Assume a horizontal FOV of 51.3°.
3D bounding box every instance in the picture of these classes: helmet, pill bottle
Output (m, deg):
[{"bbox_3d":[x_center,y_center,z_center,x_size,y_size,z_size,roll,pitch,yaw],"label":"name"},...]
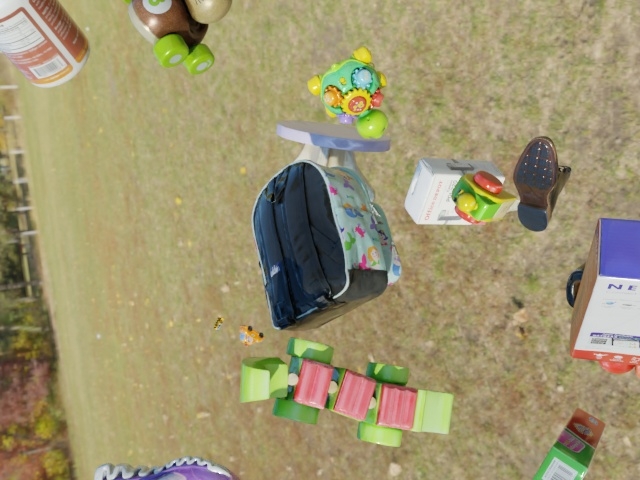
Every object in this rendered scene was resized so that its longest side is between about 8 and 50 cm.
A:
[{"bbox_3d":[0.680,0.114,1.560,0.169,0.161,0.170,168,90,-73],"label":"helmet"},{"bbox_3d":[-0.466,-0.353,1.035,0.121,0.121,0.216,63,-179,36],"label":"pill bottle"}]

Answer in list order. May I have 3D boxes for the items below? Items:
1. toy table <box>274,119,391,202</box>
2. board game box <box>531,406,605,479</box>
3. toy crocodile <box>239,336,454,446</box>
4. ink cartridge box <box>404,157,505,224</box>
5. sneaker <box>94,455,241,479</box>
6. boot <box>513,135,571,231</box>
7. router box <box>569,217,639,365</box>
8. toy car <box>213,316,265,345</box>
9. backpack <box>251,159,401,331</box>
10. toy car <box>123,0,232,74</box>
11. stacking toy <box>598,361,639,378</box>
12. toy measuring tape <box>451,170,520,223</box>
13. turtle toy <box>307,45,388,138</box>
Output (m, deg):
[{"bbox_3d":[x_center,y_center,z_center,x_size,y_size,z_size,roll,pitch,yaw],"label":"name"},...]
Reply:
[{"bbox_3d":[0.020,-0.186,1.593,0.274,0.252,0.161,16,111,22],"label":"toy table"},{"bbox_3d":[0.428,0.458,1.242,0.064,0.316,0.242,31,103,25],"label":"board game box"},{"bbox_3d":[0.044,0.216,0.932,0.105,0.340,0.115,-15,59,67],"label":"toy crocodile"},{"bbox_3d":[0.350,-0.128,1.753,0.092,0.217,0.159,-113,31,-50],"label":"ink cartridge box"},{"bbox_3d":[-0.224,0.373,0.942,0.105,0.236,0.095,-83,-25,-46],"label":"sneaker"},{"bbox_3d":[0.413,-0.127,1.235,0.082,0.106,0.219,21,145,27],"label":"boot"},{"bbox_3d":[0.511,0.088,0.857,0.301,0.335,0.082,63,-144,-59],"label":"router box"},{"bbox_3d":[-0.182,0.207,1.475,0.122,0.060,0.041,7,63,41],"label":"toy car"},{"bbox_3d":[0.000,0.000,1.097,0.225,0.191,0.254,-35,67,41],"label":"backpack"},{"bbox_3d":[-0.196,-0.386,1.051,0.188,0.149,0.155,-35,81,22],"label":"toy car"},{"bbox_3d":[0.767,0.265,1.428,0.330,0.141,0.141,10,110,31],"label":"stacking toy"},{"bbox_3d":[0.393,-0.106,1.552,0.121,0.330,0.122,6,100,38],"label":"toy measuring tape"},{"bbox_3d":[0.049,-0.190,0.894,0.130,0.095,0.066,45,-160,-47],"label":"turtle toy"}]
